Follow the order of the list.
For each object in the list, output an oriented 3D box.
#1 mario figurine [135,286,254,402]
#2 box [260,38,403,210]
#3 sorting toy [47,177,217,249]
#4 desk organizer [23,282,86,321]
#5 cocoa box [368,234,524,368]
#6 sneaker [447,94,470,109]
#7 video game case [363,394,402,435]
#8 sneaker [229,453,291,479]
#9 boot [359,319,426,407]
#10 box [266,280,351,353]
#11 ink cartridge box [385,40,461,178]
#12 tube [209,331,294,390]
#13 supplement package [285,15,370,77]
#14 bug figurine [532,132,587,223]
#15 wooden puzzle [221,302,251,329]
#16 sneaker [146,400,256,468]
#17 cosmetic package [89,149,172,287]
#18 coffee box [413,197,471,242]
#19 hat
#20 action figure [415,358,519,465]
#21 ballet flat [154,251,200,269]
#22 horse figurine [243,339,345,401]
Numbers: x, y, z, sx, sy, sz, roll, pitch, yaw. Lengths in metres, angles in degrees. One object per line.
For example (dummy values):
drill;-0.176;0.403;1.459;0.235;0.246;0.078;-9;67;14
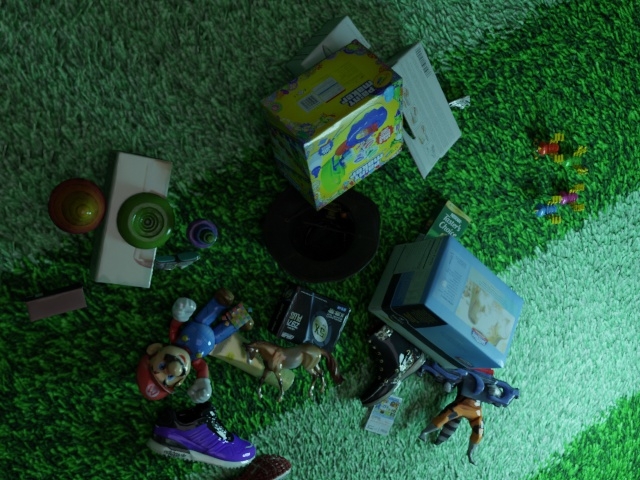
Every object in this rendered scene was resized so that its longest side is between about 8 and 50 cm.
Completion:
mario figurine;-0.310;0.267;1.707;0.320;0.198;0.170;-44;157;-19
box;0.038;-0.278;1.704;0.290;0.177;0.279;-36;153;-13
sorting toy;-0.386;-0.040;1.486;0.365;0.126;0.127;13;93;-25
desk organizer;-0.617;0.143;1.620;0.130;0.047;0.050;-15;107;-22
cocoa box;0.356;0.181;1.946;0.347;0.228;0.231;38;61;-25
sneaker;0.399;-0.394;2.009;0.083;0.032;0.037;-20;107;-20
video game case;0.187;0.517;2.080;0.087;0.011;0.122;24;89;-26
sneaker;-0.180;0.668;1.907;0.225;0.088;0.092;-26;132;-21
boot;0.169;0.348;2.009;0.236;0.085;0.178;-40;104;-6
box;-0.031;0.212;1.888;0.180;0.077;0.147;25;89;-26
ink cartridge box;0.250;-0.347;1.873;0.261;0.066;0.296;-47;117;-39
tube;-0.179;0.321;1.851;0.240;0.070;0.062;36;125;-20
supplement package;0.019;-0.471;1.776;0.179;0.105;0.105;-49;117;-9
bug figurine;0.745;-0.193;2.183;0.216;0.072;0.279;-1;95;-31
wooden puzzle;-0.205;0.189;1.735;0.083;0.006;0.049;-38;99;-31
sneaker;-0.288;0.495;1.804;0.293;0.102;0.146;18;90;-26
cosmetic package;-0.441;-0.053;1.610;0.129;0.153;0.296;10;96;-25
coffee box;0.355;-0.019;2.048;0.113;0.040;0.184;37;83;-25
hat;0.000;0.000;1.808;0.331;0.331;0.134;-22;148;-20
action figure;0.405;0.470;2.127;0.341;0.178;0.330;25;81;3
ballet flat;-0.358;0.053;1.735;0.114;0.041;0.041;-6;102;-24
horse figurine;-0.068;0.331;1.822;0.263;0.066;0.174;-3;102;-9
